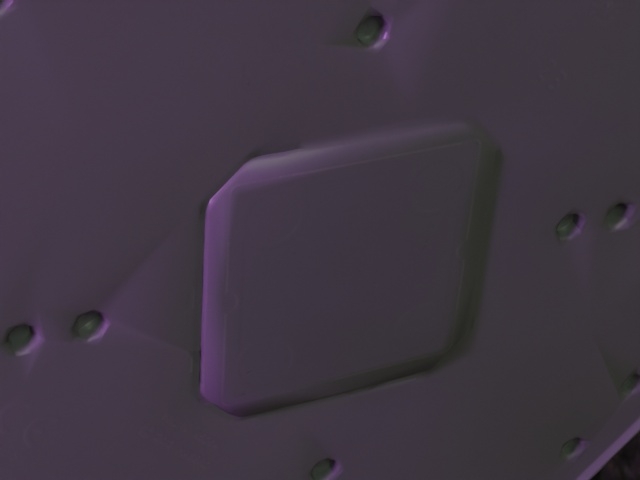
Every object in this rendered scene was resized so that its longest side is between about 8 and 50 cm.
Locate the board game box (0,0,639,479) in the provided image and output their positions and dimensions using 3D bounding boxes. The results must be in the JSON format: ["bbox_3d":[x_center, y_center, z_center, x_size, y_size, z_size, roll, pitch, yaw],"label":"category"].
[{"bbox_3d":[0.000,0.000,0.558,0.390,0.050,0.390,-46,133,6],"label":"board game box"}]
